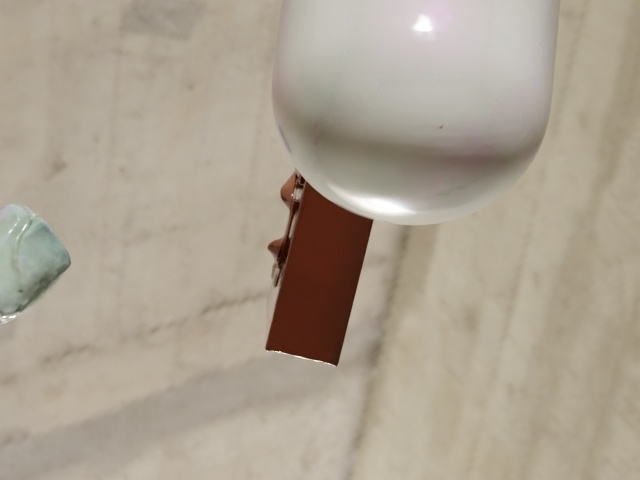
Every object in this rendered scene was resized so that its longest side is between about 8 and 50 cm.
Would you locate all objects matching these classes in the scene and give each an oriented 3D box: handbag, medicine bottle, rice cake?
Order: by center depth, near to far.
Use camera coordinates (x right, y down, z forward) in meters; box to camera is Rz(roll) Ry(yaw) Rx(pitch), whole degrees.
[{"bbox_3d":[0.053,-0.162,0.862,0.130,0.341,0.130,5,-31,3],"label":"medicine bottle"},{"bbox_3d":[0.000,0.000,1.147,0.063,0.190,0.127,13,-84,-2],"label":"handbag"},{"bbox_3d":[-0.209,0.017,1.203,0.069,0.063,0.206,-44,7,-11],"label":"rice cake"}]
